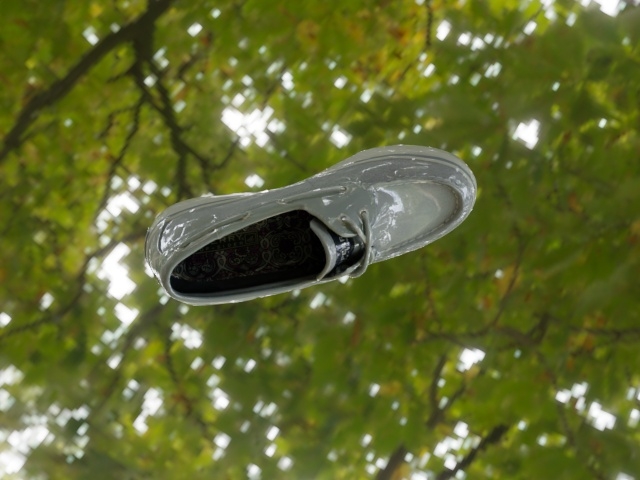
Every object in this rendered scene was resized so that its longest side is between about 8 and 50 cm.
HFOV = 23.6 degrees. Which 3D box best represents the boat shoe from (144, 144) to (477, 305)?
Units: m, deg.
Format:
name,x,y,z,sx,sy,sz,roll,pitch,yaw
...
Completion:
name,x,y,z,sx,sy,sz,roll,pitch,yaw
boat shoe,-0.001,-0.001,1.007,0.227,0.081,0.079,-13,-63,-6
